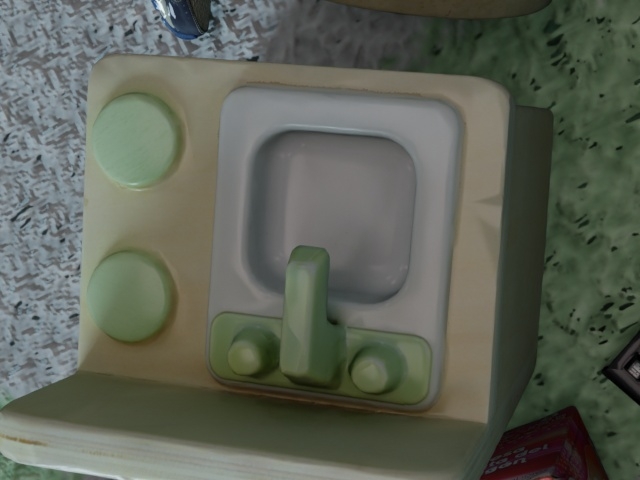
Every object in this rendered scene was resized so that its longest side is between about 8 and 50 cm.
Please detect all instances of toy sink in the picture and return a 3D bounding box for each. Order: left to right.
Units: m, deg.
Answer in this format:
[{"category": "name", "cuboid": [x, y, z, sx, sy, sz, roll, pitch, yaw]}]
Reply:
[{"category": "toy sink", "cuboid": [0.000, 0.000, 0.464, 0.153, 0.234, 0.131, 5, 97, 16]}]

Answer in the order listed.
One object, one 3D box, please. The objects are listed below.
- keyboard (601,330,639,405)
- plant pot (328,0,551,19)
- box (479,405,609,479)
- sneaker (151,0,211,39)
[{"category": "keyboard", "cuboid": [0.205, 0.101, 0.526, 0.180, 0.023, 0.108, 42, 105, 9]}, {"category": "plant pot", "cuboid": [0.046, -0.230, 0.444, 0.256, 0.256, 0.274, 14, 116, 14]}, {"category": "box", "cuboid": [0.016, 0.185, 0.535, 0.257, 0.122, 0.128, -25, 88, 17]}, {"category": "sneaker", "cuboid": [-0.051, -0.160, 0.559, 0.058, 0.052, 0.135, 3, 97, 11]}]
